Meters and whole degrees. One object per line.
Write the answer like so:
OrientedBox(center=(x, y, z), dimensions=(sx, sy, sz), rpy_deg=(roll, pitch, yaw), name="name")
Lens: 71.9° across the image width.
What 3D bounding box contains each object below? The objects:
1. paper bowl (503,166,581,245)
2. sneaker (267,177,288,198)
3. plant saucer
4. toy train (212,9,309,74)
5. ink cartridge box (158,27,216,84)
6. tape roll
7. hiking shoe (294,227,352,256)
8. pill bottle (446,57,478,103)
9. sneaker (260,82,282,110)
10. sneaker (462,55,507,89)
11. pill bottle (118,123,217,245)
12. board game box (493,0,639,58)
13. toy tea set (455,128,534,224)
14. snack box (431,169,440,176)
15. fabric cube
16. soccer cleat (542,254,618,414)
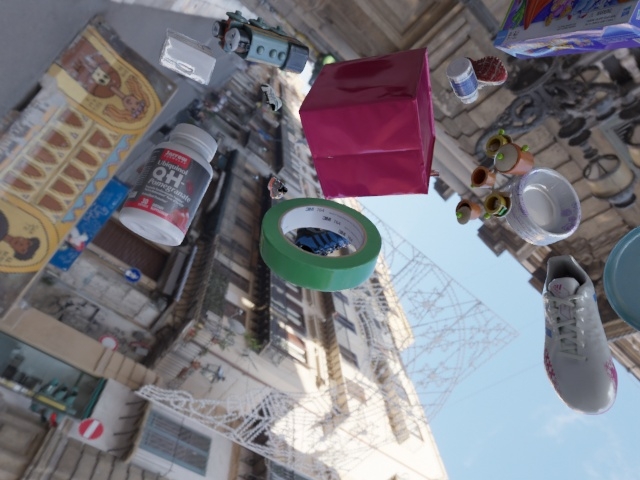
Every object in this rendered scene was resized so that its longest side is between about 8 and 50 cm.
OrientedBox(center=(0.816, -0.122, 1.666), dimensions=(0.284, 0.284, 0.148), rpy_deg=(-62, -174, -23), name="paper bowl")
OrientedBox(center=(-0.158, -0.191, 1.717), dimensions=(0.158, 0.064, 0.061), rpy_deg=(51, 63, -77), name="sneaker")
OrientedBox(center=(0.851, 0.088, 1.040), dimensions=(0.317, 0.318, 0.043), rpy_deg=(-40, 174, 30), name="plant saucer")
OrientedBox(center=(-0.196, -0.668, 1.506), dimensions=(0.190, 0.333, 0.142), rpy_deg=(45, -57, 34), name="toy train")
OrientedBox(center=(-0.408, -0.564, 1.348), dimensions=(0.086, 0.148, 0.203), rpy_deg=(-61, -150, 20), name="ink cartridge box")
OrientedBox(center=(0.000, 0.000, 1.179), dimensions=(0.321, 0.320, 0.077), rpy_deg=(-85, -173, -54), name="tape roll")
OrientedBox(center=(0.033, 0.014, 1.637), dimensions=(0.303, 0.113, 0.132), rpy_deg=(-1, -121, 35), name="hiking shoe")
OrientedBox(center=(0.397, -0.438, 1.222), dimensions=(0.067, 0.120, 0.067), rpy_deg=(-17, -125, 27), name="pill bottle")
OrientedBox(center=(-0.141, -0.398, 1.228), dimensions=(0.031, 0.083, 0.037), rpy_deg=(7, -123, 48), name="sneaker")
OrientedBox(center=(0.539, -0.552, 1.465), dimensions=(0.088, 0.092, 0.225), rpy_deg=(-53, -148, 10), name="sneaker")
OrientedBox(center=(-0.411, -0.161, 1.237), dimensions=(0.176, 0.176, 0.319), rpy_deg=(-17, -131, 57), name="pill bottle")
OrientedBox(center=(0.466, -0.449, 0.748), dimensions=(0.347, 0.078, 0.234), rpy_deg=(-120, -131, -69), name="board game box")
OrientedBox(center=(0.544, -0.192, 1.445), dimensions=(0.200, 0.124, 0.336), rpy_deg=(50, -54, 54), name="toy tea set")
OrientedBox(center=(0.237, -0.184, 1.212), dimensions=(0.064, 0.178, 0.022), rpy_deg=(-157, -116, -66), name="snack box")
OrientedBox(center=(0.130, -0.275, 1.067), dimensions=(0.257, 0.259, 0.254), rpy_deg=(-1, -137, 20), name="fabric cube")
OrientedBox(center=(0.475, 0.161, 0.846), dimensions=(0.115, 0.143, 0.331), rpy_deg=(-15, -150, 30), name="soccer cleat")
